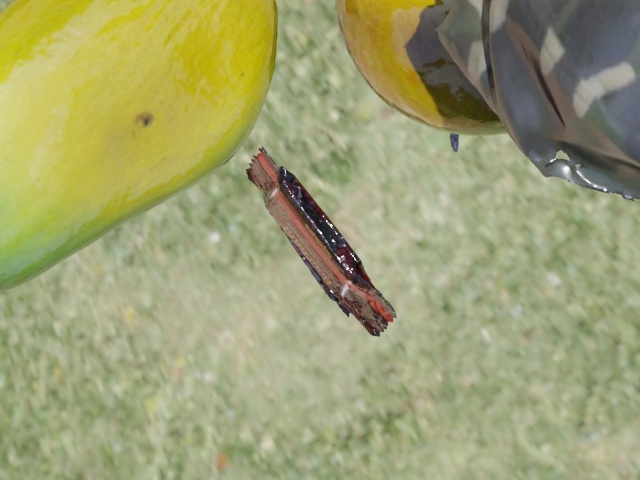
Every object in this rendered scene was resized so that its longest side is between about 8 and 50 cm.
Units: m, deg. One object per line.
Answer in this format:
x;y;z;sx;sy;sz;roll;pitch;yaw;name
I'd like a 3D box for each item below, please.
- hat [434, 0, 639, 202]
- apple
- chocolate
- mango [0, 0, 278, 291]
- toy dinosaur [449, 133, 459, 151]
0.209;-0.215;0.998;0.366;0.257;0.381;-17;124;8;hat
0.100;-0.162;1.376;0.182;0.182;0.155;-36;132;3;apple
0.000;0.000;1.646;0.028;0.182;0.086;-34;171;-18;chocolate
-0.110;-0.072;0.986;0.237;0.091;0.137;-36;123;-40;mango
0.125;-0.164;1.519;0.039;0.082;0.209;11;108;-3;toy dinosaur
